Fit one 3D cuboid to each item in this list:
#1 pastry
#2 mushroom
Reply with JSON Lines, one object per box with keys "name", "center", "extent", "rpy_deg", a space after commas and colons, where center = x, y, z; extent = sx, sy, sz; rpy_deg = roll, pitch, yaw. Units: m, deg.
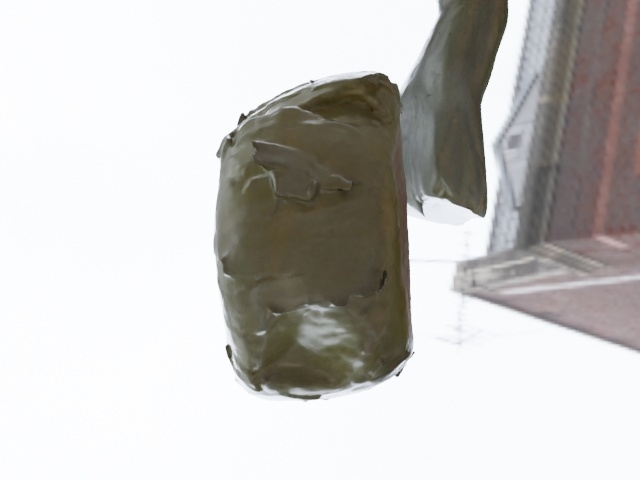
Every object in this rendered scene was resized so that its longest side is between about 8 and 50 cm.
{"name": "pastry", "center": [0.000, 0.000, 0.599], "extent": [0.088, 0.166, 0.166], "rpy_deg": [-1, -94, 3]}
{"name": "mushroom", "center": [0.149, -0.168, 1.385], "extent": [0.122, 0.159, 0.329], "rpy_deg": [26, -112, -41]}
